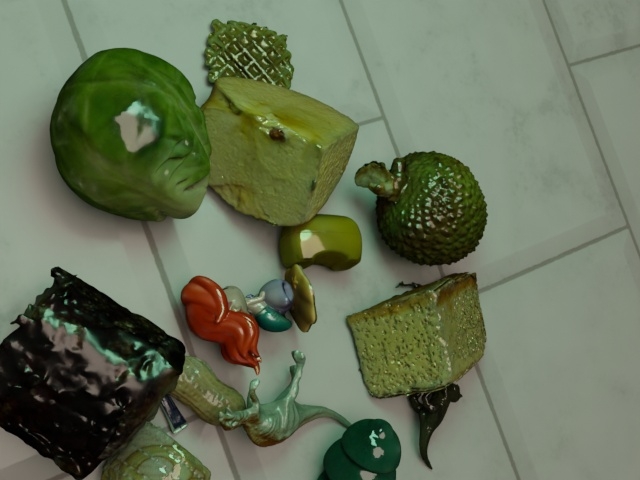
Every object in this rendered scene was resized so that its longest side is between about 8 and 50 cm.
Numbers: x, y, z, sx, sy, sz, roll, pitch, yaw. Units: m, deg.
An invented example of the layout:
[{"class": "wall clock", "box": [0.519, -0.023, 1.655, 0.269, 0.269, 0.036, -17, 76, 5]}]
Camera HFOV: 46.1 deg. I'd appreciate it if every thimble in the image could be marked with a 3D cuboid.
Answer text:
[{"class": "thimble", "box": [-0.321, 0.454, 1.454, 0.190, 0.137, 0.143, 42, 65, 1]}]

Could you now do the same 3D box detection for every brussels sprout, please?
[{"class": "brussels sprout", "box": [-0.363, -0.189, 1.485, 0.355, 0.281, 0.289, 43, 41, -31]}]

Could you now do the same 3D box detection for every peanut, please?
[{"class": "peanut", "box": [-0.239, 0.311, 1.546, 0.090, 0.098, 0.214, -43, 103, 13]}]

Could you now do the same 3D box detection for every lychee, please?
[{"class": "lychee", "box": [0.250, -0.081, 1.758, 0.270, 0.270, 0.320, -52, 136, -24]}]

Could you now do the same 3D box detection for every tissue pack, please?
[{"class": "tissue pack", "box": [0.000, 0.000, 1.695, 0.178, 0.123, 0.127, 1, 76, -24]}]

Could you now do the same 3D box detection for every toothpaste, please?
[{"class": "toothpaste", "box": [-0.319, 0.329, 1.542, 0.037, 0.021, 0.140, -30, 95, -27]}]

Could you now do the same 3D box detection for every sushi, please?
[{"class": "sushi", "box": [-0.439, 0.240, 1.357, 0.294, 0.281, 0.299, 37, 79, -14]}]

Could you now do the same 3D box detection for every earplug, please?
[{"class": "earplug", "box": [0.081, 0.513, 1.583, 0.164, 0.257, 0.280, 20, 102, -3]}]

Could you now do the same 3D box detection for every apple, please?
[{"class": "apple", "box": [-0.108, -0.211, 1.623, 0.309, 0.252, 0.314, 25, 76, 16]}]

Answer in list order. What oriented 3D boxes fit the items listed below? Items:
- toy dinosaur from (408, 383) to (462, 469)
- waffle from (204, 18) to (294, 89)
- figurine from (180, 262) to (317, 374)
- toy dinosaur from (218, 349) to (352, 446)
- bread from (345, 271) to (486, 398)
[{"class": "toy dinosaur", "box": [0.293, 0.419, 1.770, 0.187, 0.087, 0.179, -31, 92, -25]}, {"class": "waffle", "box": [-0.163, -0.410, 1.738, 0.214, 0.054, 0.208, 4, 82, -20]}, {"class": "figurine", "box": [-0.149, 0.160, 1.574, 0.257, 0.181, 0.208, -12, 114, -19]}, {"class": "toy dinosaur", "box": [-0.064, 0.349, 1.597, 0.393, 0.092, 0.205, 39, 62, -46]}, {"class": "bread", "box": [0.241, 0.214, 1.800, 0.315, 0.279, 0.248, -8, 82, -69]}]
